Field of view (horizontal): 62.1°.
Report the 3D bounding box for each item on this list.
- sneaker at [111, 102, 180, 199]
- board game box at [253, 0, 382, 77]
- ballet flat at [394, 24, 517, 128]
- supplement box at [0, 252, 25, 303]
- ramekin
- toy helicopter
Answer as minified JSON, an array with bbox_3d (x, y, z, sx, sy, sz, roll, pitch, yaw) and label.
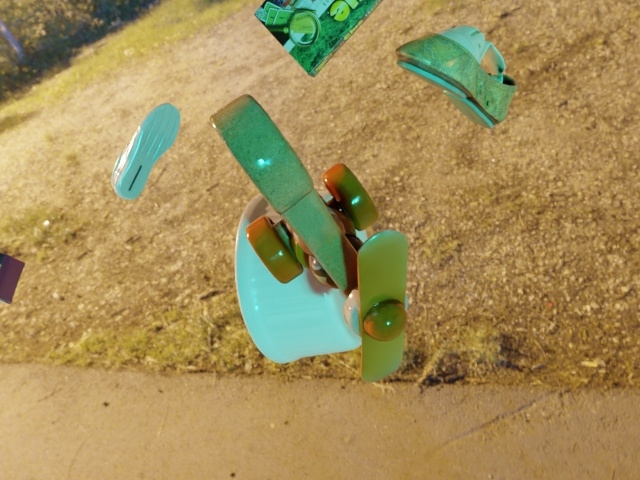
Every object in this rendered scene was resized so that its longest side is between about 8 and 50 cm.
[{"bbox_3d":[-0.439,-0.227,1.300,0.091,0.094,0.258,27,84,41],"label":"sneaker"},{"bbox_3d":[0.032,-0.382,0.773,0.259,0.136,0.030,-44,-7,19],"label":"board game box"},{"bbox_3d":[0.231,-0.276,0.853,0.123,0.348,0.123,-4,84,35],"label":"ballet flat"},{"bbox_3d":[-0.416,0.041,0.646,0.083,0.043,0.055,8,71,7],"label":"supplement box"},{"bbox_3d":[-0.010,0.051,0.845,0.135,0.277,0.277,-8,39,21],"label":"ramekin"},{"bbox_3d":[0.000,0.000,0.483,0.140,0.355,0.235,-34,66,1],"label":"toy helicopter"}]
